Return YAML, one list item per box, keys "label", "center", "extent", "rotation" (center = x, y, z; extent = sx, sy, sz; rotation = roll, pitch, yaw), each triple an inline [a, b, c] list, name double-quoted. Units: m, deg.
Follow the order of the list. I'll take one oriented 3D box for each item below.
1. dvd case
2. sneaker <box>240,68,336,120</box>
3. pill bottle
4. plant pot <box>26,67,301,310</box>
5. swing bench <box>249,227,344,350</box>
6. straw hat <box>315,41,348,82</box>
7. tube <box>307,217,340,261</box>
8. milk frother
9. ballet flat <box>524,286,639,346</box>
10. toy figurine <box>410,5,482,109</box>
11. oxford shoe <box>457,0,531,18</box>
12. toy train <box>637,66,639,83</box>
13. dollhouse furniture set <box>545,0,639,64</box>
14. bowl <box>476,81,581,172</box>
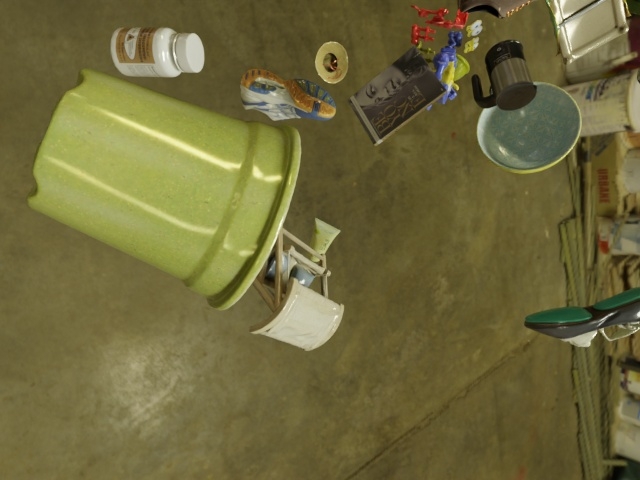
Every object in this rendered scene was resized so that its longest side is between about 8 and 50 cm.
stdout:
- label: "dvd case"
  center: [0.194, -0.376, 1.135]
  extent: [0.018, 0.221, 0.164]
  rotation: [12, 47, -59]
- label: "sneaker"
  center: [-0.101, -0.428, 1.349]
  extent: [0.297, 0.131, 0.111]
  rotation: [18, 61, -7]
- label: "pill bottle"
  center: [-0.458, -0.533, 1.234]
  extent: [0.131, 0.230, 0.131]
  rotation: [6, 90, -78]
- label: "plant pot"
  center: [-0.202, -0.079, 0.560]
  extent: [0.254, 0.276, 0.275]
  rotation: [23, 81, -24]
- label: "swing bench"
  center: [-0.072, 0.132, 1.146]
  extent: [0.165, 0.254, 0.253]
  rotation: [-32, 145, 15]
- label: "straw hat"
  center: [0.031, -0.667, 1.631]
  extent: [0.145, 0.061, 0.144]
  rotation: [-11, 118, -22]
- label: "tube"
  center: [0.000, 0.000, 1.516]
  extent: [0.070, 0.240, 0.062]
  rotation: [-9, 66, -17]
- label: "milk frother"
  center: [0.435, -0.353, 1.000]
  extent: [0.143, 0.129, 0.134]
  rotation: [16, 59, -29]
- label: "ballet flat"
  center: [0.443, 0.134, 0.704]
  extent: [0.203, 0.074, 0.074]
  rotation: [-18, 110, 11]
- label: "toy figurine"
  center: [0.326, -0.480, 1.260]
  extent: [0.362, 0.191, 0.217]
  rotation: [1, 107, -76]
- label: "oxford shoe"
  center: [0.626, -0.779, 1.392]
  extent: [0.130, 0.364, 0.132]
  rotation: [-24, 121, -68]
- label: "toy train"
  center: [0.696, -0.251, 0.678]
  extent: [0.334, 0.190, 0.142]
  rotation: [11, 95, -5]
- label: "dollhouse furniture set"
  center: [0.668, -0.588, 1.022]
  extent: [0.302, 0.151, 0.197]
  rotation: [-27, 126, 17]
- label: "bowl"
  center: [0.654, -0.337, 1.388]
  extent: [0.156, 0.290, 0.289]
  rotation: [20, 82, -67]
